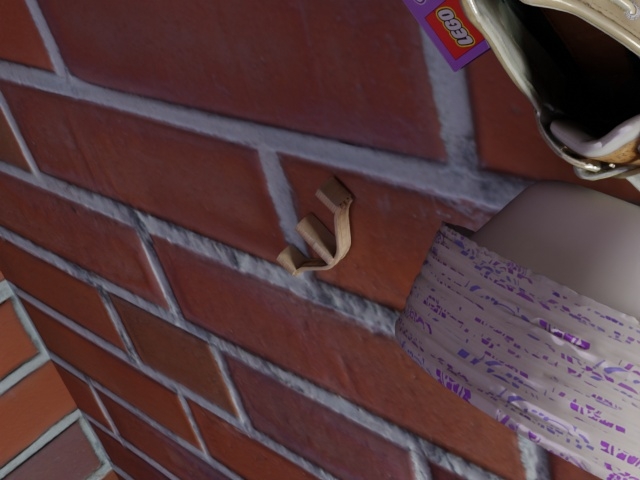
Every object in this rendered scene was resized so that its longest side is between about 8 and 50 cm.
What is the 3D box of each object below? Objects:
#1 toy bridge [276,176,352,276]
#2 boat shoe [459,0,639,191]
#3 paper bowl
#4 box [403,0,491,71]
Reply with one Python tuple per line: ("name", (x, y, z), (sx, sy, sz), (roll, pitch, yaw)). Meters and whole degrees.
("toy bridge", (0.000, 0.000, 0.978), (0.063, 0.026, 0.188), (45, 149, 7))
("boat shoe", (0.177, -0.085, 0.508), (0.302, 0.103, 0.113), (41, 150, -24))
("paper bowl", (0.204, 0.058, 0.573), (0.284, 0.284, 0.148), (28, 99, 33))
("box", (0.076, -0.277, 0.549), (0.293, 0.057, 0.201), (54, 148, -5))
